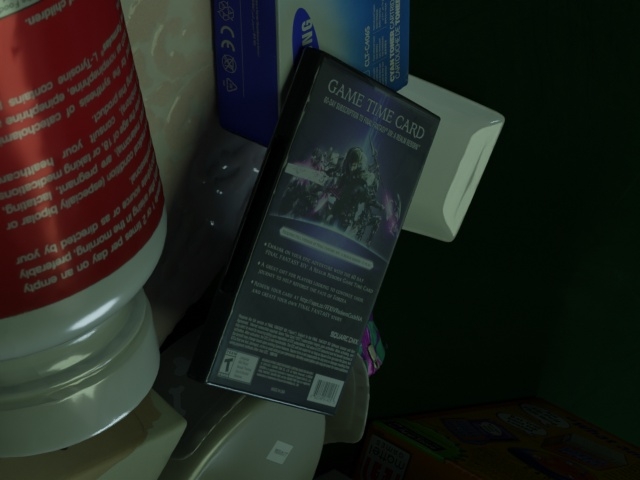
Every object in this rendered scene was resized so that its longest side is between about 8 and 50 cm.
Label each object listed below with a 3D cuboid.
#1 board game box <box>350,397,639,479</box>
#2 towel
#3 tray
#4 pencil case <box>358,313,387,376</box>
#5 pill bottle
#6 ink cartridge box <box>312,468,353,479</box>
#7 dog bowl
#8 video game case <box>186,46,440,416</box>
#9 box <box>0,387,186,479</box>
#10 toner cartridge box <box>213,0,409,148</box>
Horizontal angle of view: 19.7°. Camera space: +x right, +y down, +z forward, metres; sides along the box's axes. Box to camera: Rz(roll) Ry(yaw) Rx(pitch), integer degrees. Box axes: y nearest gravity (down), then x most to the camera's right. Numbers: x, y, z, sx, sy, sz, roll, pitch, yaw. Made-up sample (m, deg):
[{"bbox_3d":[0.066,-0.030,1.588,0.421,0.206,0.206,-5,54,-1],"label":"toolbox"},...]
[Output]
[{"bbox_3d":[0.238,0.416,2.032,0.356,0.357,0.356,-1,112,-52],"label":"board game box"},{"bbox_3d":[-0.121,-0.103,1.496,0.332,0.053,0.317,-54,143,-15],"label":"towel"},{"bbox_3d":[0.080,-0.086,1.789,0.270,0.030,0.145,15,99,-55],"label":"tray"},{"bbox_3d":[0.024,0.068,1.780,0.064,0.070,0.151,-42,139,-28],"label":"pencil case"},{"bbox_3d":[-0.226,-0.072,1.186,0.229,0.229,0.407,-35,129,-35],"label":"pill bottle"},{"bbox_3d":[0.006,0.329,1.907,0.092,0.090,0.143,-18,125,-46],"label":"ink cartridge box"},{"bbox_3d":[-0.101,0.220,1.645,0.349,0.102,0.348,-43,151,-31],"label":"dog bowl"},{"bbox_3d":[0.000,0.000,1.500,0.196,0.026,0.274,22,86,-56],"label":"video game case"},{"bbox_3d":[-0.255,0.172,1.354,0.311,0.148,0.121,-21,147,-59],"label":"box"},{"bbox_3d":[-0.006,-0.258,1.445,0.165,0.075,0.347,-31,133,-38],"label":"toner cartridge box"}]
